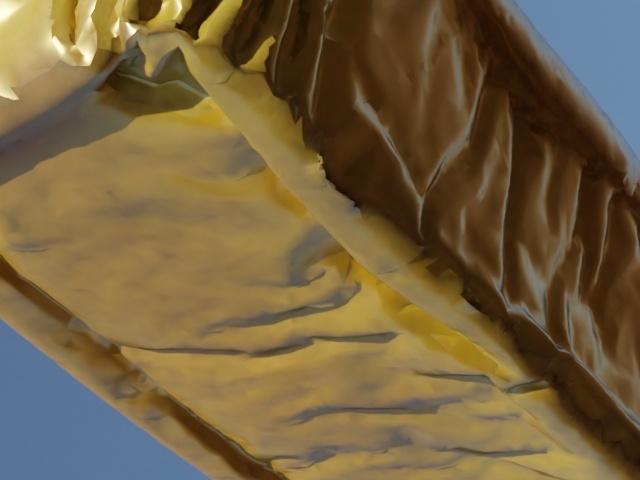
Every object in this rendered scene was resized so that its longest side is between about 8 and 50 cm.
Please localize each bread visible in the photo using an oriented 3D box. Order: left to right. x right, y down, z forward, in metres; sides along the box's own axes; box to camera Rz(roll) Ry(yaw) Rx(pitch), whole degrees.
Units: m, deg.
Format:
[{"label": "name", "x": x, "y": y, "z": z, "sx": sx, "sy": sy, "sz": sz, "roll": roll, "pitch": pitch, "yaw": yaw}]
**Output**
[{"label": "bread", "x": 0.000, "y": 0.000, "z": 0.430, "sx": 0.288, "sy": 0.153, "sz": 0.119, "roll": 43, "pitch": -141, "yaw": -37}]
